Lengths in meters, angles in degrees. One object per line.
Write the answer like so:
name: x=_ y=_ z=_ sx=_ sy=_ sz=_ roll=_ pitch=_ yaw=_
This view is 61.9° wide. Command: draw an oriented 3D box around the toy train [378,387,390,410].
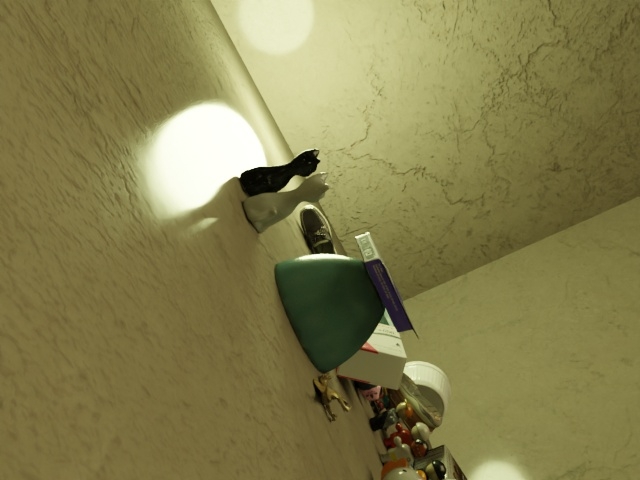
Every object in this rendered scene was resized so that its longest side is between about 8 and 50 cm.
toy train: x=0.194 y=0.522 z=1.878 sx=0.125 sy=0.046 sz=0.166 roll=44 pitch=21 yaw=-38

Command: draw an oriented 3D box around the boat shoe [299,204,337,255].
boat shoe: x=0.000 y=0.000 z=2.046 sx=0.092 sy=0.103 sz=0.285 roll=-110 pitch=180 yaw=-81

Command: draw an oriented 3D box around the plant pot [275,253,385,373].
plant pot: x=0.042 y=0.148 z=1.296 sx=0.290 sy=0.196 sz=0.290 roll=-25 pitch=90 yaw=-85

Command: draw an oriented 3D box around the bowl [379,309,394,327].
bowl: x=0.157 y=0.268 z=2.004 sx=0.311 sy=0.163 sz=0.311 roll=-25 pitch=90 yaw=-84

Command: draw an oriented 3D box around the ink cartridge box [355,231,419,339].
ink cartridge box: x=0.152 y=0.107 z=1.243 sx=0.208 sy=0.045 sz=0.206 roll=-104 pitch=168 yaw=-68

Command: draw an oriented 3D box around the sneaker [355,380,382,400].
sneaker: x=0.165 y=0.437 z=1.720 sx=0.319 sy=0.112 sz=0.130 roll=23 pitch=51 yaw=-72

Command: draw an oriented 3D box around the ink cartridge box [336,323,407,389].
ink cartridge box: x=0.137 y=0.309 z=1.506 sx=0.237 sy=0.172 sz=0.100 roll=-79 pitch=-178 yaw=-80

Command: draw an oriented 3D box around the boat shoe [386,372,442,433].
boat shoe: x=0.273 y=0.536 z=1.804 sx=0.123 sy=0.116 sz=0.324 roll=28 pitch=11 yaw=-31

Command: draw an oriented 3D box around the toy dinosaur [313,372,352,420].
toy dinosaur: x=0.016 y=0.327 z=1.115 sx=0.092 sy=0.053 sz=0.183 roll=50 pitch=-3 yaw=3

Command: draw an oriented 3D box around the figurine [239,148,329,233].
figurine: x=-0.081 y=-0.132 z=1.297 sx=0.214 sy=0.210 sz=0.092 roll=-107 pitch=170 yaw=-53

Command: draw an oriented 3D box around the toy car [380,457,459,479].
toy car: x=0.215 y=0.564 z=1.172 sx=0.219 sy=0.210 sz=0.238 roll=35 pitch=7 yaw=-40

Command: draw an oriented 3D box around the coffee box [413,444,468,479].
coffee box: x=0.360 y=0.775 z=1.567 sx=0.168 sy=0.119 sz=0.297 roll=57 pitch=18 yaw=-11

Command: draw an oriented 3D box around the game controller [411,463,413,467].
game controller: x=0.315 y=0.790 z=1.698 sx=0.319 sy=0.067 sz=0.166 roll=67 pitch=6 yaw=29

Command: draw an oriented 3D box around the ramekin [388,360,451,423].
ramekin: x=0.403 y=0.648 z=2.203 sx=0.272 sy=0.273 sz=0.127 roll=64 pitch=18 yaw=-13

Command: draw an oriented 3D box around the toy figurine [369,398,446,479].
toy figurine: x=0.255 y=0.597 z=1.555 sx=0.213 sy=0.148 sz=0.209 roll=-105 pitch=169 yaw=-57

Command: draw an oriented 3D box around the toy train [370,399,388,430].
toy train: x=0.188 y=0.542 z=1.744 sx=0.027 sy=0.036 sz=0.158 roll=42 pitch=24 yaw=-76
